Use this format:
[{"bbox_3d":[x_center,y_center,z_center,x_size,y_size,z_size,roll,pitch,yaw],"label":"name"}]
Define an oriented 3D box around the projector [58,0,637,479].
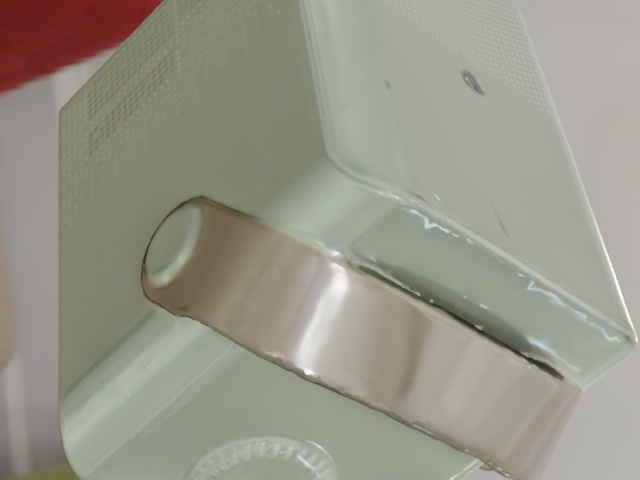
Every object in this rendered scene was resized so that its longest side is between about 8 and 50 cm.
[{"bbox_3d":[0.000,0.000,0.660,0.163,0.177,0.243,29,32,-33],"label":"projector"}]
